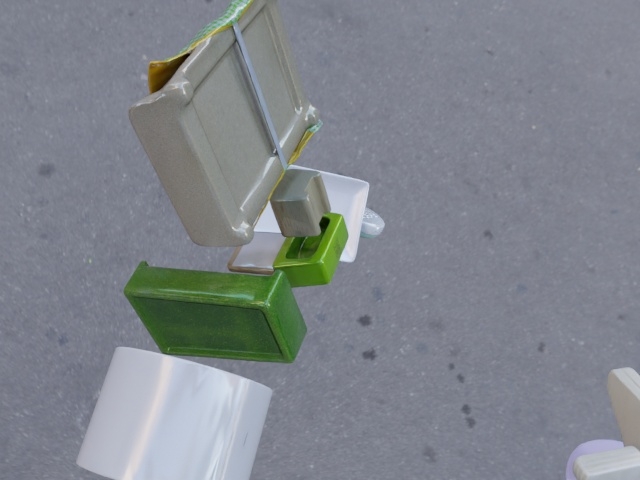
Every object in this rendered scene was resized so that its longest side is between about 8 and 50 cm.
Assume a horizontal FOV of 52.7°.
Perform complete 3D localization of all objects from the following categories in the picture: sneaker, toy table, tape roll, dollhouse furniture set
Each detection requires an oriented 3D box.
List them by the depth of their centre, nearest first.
[{"bbox_3d":[-0.098,-0.058,0.593,0.151,0.302,0.198,2,44,23],"label":"dollhouse furniture set"},{"bbox_3d":[0.380,0.274,0.700,0.252,0.161,0.274,-13,29,-20],"label":"toy table"},{"bbox_3d":[-0.207,0.269,0.946,0.246,0.246,0.169,17,71,-9],"label":"tape roll"},{"bbox_3d":[0.000,0.000,1.220,0.255,0.151,0.094,13,17,28],"label":"sneaker"}]

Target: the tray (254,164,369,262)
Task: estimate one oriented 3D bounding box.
[{"bbox_3d":[-0.058,-0.054,1.086,0.270,0.030,0.145,10,92,-16],"label":"tray"}]
